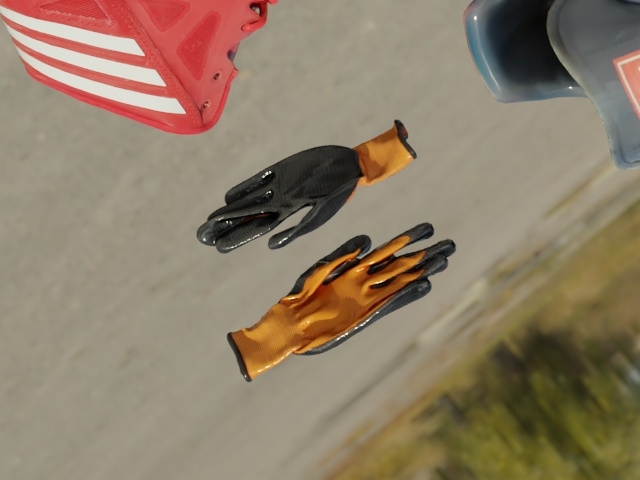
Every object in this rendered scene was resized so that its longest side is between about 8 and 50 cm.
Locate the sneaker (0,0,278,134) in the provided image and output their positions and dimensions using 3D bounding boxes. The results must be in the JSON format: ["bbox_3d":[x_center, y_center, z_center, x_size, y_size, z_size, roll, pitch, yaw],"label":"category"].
[{"bbox_3d":[-0.023,-0.121,0.740,0.221,0.087,0.128,-15,134,-8],"label":"sneaker"}]

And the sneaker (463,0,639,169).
[{"bbox_3d":[0.183,-0.085,0.726,0.148,0.131,0.350,-34,-162,-21],"label":"sneaker"}]

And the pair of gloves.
[{"bbox_3d":[0.000,0.000,0.577,0.074,0.083,0.010,-27,132,7],"label":"pair of gloves"}]
